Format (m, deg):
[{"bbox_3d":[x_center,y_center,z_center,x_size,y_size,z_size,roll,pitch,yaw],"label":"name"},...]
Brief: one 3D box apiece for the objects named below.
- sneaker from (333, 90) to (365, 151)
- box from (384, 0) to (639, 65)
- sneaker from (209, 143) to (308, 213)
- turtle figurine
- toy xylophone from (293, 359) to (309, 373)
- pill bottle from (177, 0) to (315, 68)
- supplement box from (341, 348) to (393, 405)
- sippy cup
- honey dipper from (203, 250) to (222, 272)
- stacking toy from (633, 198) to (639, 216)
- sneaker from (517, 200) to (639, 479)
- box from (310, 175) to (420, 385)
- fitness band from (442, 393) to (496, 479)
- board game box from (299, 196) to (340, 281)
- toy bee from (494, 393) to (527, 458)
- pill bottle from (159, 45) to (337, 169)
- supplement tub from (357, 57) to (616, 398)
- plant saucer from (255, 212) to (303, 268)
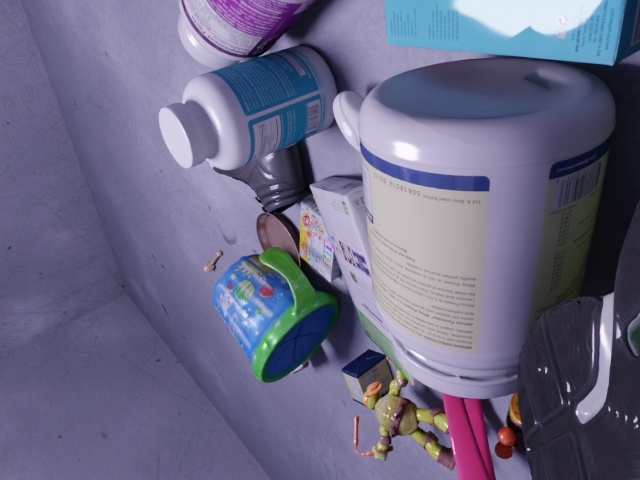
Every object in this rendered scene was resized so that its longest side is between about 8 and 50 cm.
[{"bbox_3d":[0.109,-0.145,0.699,0.212,0.080,0.094,50,137,4],"label":"sneaker"},{"bbox_3d":[0.184,-0.222,0.478,0.244,0.100,0.060,28,138,43],"label":"box"},{"bbox_3d":[-0.135,-0.124,1.033,0.295,0.104,0.147,1,111,51],"label":"sneaker"},{"bbox_3d":[0.166,0.321,0.933,0.217,0.087,0.270,18,95,27],"label":"turtle figurine"},{"bbox_3d":[-0.112,0.184,1.290,0.323,0.081,0.236,51,148,15],"label":"toy xylophone"},{"bbox_3d":[-0.109,-0.371,0.725,0.301,0.169,0.170,-11,106,59],"label":"pill bottle"},{"bbox_3d":[0.103,0.294,1.057,0.056,0.083,0.083,5,119,58],"label":"supplement box"},{"bbox_3d":[-0.115,0.154,1.107,0.224,0.240,0.306,40,104,24],"label":"sippy cup"},{"bbox_3d":[-0.343,0.066,1.593,0.031,0.030,0.160,58,146,4],"label":"honey dipper"},{"bbox_3d":[0.415,0.073,0.432,0.308,0.130,0.280,18,104,46],"label":"stacking toy"},{"bbox_3d":[0.311,0.091,0.327,0.448,0.257,0.169,90,-177,-51],"label":"sneaker"},{"bbox_3d":[0.084,0.053,0.834,0.232,0.058,0.322,-143,32,-72],"label":"box"},{"bbox_3d":[0.224,0.286,0.722,0.291,0.054,0.209,2,-105,-75],"label":"fitness band"},{"bbox_3d":[0.000,0.000,1.018,0.103,0.026,0.154,39,143,32],"label":"board game box"},{"bbox_3d":[0.306,0.248,0.632,0.298,0.162,0.196,1,113,53],"label":"toy bee"},{"bbox_3d":[-0.111,-0.203,0.774,0.146,0.264,0.146,36,142,35],"label":"pill bottle"},{"bbox_3d":[0.169,-0.010,0.549,0.235,0.235,0.325,28,137,43],"label":"supplement tub"},{"bbox_3d":[-0.092,0.006,1.160,0.168,0.029,0.169,38,144,35],"label":"plant saucer"}]
